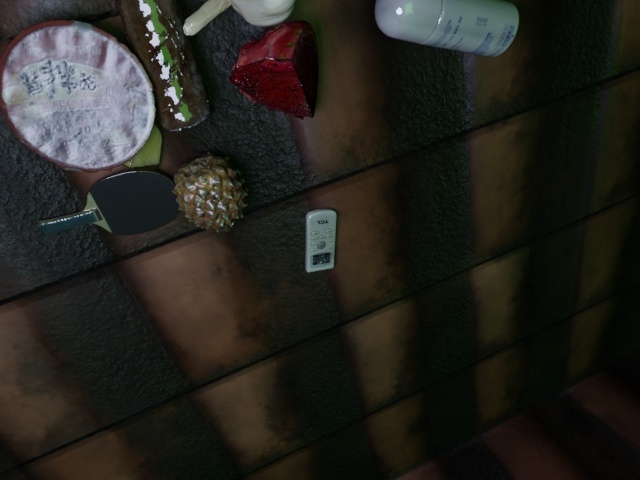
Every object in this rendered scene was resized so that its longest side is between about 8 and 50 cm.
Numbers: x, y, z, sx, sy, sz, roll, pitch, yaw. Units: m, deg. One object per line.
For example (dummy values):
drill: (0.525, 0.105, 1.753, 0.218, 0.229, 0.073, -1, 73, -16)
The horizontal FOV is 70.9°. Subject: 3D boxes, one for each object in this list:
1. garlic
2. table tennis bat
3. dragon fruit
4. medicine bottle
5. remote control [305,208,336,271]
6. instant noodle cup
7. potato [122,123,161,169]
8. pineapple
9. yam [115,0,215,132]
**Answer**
garlic: (-0.160, -0.452, 0.837, 0.226, 0.199, 0.199, -45, 125, 3)
table tennis bat: (-0.468, -0.067, 1.012, 0.301, 0.022, 0.173, -17, 133, -9)
dragon fruit: (-0.076, -0.361, 0.946, 0.189, 0.163, 0.261, -53, 165, -4)
medicine bottle: (0.284, -0.514, 1.038, 0.341, 0.130, 0.130, -2, 118, -23)
remote control: (0.000, 0.000, 1.262, 0.088, 0.029, 0.189, -8, 120, -20)
instant noodle cup: (-0.449, -0.272, 0.862, 0.274, 0.090, 0.273, -3, 111, -8)
potato: (-0.386, -0.207, 0.956, 0.067, 0.096, 0.103, 20, 101, 12)
pineapple: (-0.242, -0.097, 1.030, 0.166, 0.166, 0.193, -23, 131, -10)
yam: (-0.303, -0.363, 0.872, 0.131, 0.131, 0.279, -20, 121, -12)
